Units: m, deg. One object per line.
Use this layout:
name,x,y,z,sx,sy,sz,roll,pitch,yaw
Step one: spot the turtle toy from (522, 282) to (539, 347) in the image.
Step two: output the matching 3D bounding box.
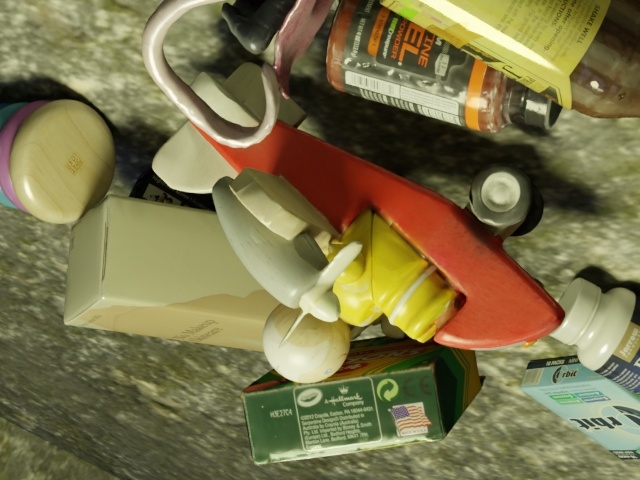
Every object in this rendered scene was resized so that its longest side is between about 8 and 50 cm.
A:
turtle toy,0.199,0.076,1.973,0.095,0.066,0.130,5,150,38

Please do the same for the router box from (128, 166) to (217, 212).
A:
router box,-0.159,0.016,2.108,0.179,0.133,0.046,31,156,-15

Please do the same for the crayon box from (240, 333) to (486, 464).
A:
crayon box,0.055,0.155,1.903,0.202,0.081,0.318,-10,-177,13

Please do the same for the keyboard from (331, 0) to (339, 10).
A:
keyboard,-0.103,-0.258,1.615,0.256,0.014,0.072,18,156,16

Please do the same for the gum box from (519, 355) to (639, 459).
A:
gum box,0.355,0.200,2.119,0.184,0.041,0.157,35,155,-25

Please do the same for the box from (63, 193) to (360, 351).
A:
box,-0.119,0.044,2.011,0.311,0.121,0.148,9,162,-22

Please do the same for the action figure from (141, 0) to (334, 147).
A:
action figure,0.027,-0.251,1.166,0.370,0.276,0.248,-9,140,48

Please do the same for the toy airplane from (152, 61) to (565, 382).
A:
toy airplane,0.000,0.000,1.735,0.386,0.272,0.384,23,-179,-33

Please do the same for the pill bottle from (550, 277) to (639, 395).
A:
pill bottle,0.329,0.107,1.875,0.169,0.094,0.094,27,157,-7

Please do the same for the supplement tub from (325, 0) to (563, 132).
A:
supplement tub,0.111,-0.154,1.514,0.198,0.106,0.106,17,156,16

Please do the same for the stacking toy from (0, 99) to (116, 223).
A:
stacking toy,-0.393,-0.107,2.100,0.330,0.141,0.141,10,154,43

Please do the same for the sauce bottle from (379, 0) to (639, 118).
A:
sauce bottle,0.190,-0.166,1.399,0.344,0.111,0.111,29,157,-8
